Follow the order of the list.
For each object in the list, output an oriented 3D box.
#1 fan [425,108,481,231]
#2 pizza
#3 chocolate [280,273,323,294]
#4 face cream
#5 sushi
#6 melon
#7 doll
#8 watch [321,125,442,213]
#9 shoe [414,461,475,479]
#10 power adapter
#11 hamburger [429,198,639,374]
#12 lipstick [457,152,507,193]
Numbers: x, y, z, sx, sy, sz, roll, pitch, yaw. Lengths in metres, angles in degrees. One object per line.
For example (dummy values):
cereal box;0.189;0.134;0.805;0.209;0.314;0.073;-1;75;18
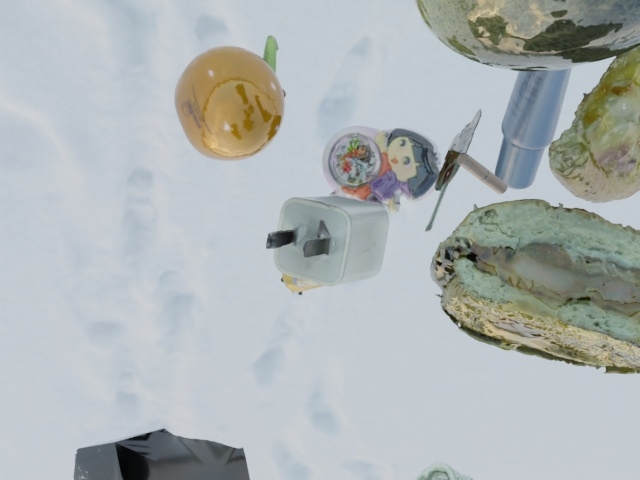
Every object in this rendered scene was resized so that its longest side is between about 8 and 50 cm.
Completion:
fan;0.223;-0.114;1.600;0.008;0.227;0.152;24;159;-6
pizza;0.370;-0.169;1.045;0.280;0.075;0.288;-12;130;-51
chocolate;0.001;0.072;2.182;0.085;0.086;0.219;11;163;-38
face cream;0.347;-0.248;1.439;0.086;0.136;0.385;3;132;-5
sushi;-0.240;0.377;1.309;0.212;0.216;0.227;-16;173;37
melon;0.238;-0.293;0.917;0.248;0.249;0.329;12;165;-39
doll;-0.141;-0.261;1.707;0.236;0.213;0.213;-25;155;-38
watch;0.137;-0.133;1.869;0.244;0.196;0.231;-21;167;15
shoe;0.164;0.303;1.050;0.095;0.110;0.265;-3;-179;44
power adapter;0.000;0.000;1.413;0.205;0.130;0.125;-6;109;-58
hamburger;0.262;0.059;1.018;0.308;0.133;0.211;14;165;-3
lipstick;0.216;-0.089;1.230;0.019;0.019;0.094;-39;132;26
